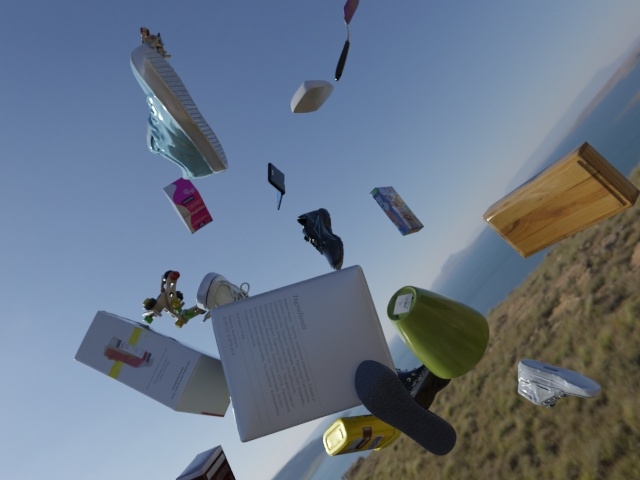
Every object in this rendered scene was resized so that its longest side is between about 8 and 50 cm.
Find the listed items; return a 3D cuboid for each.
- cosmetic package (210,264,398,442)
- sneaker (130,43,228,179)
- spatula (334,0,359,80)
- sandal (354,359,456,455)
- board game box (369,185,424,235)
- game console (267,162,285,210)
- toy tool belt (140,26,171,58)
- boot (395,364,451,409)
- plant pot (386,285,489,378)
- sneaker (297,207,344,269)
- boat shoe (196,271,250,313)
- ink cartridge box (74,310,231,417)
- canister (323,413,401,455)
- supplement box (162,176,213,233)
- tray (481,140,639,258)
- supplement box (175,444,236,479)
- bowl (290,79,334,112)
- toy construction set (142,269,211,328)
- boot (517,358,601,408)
[{"bbox_3d":[-0.037,0.298,1.271,0.393,0.327,0.329,-17,-16,-3],"label":"cosmetic package"},{"bbox_3d":[-0.349,-0.261,1.096,0.150,0.135,0.366,-23,-40,3],"label":"sneaker"},{"bbox_3d":[0.077,-0.611,1.424,0.084,0.030,0.297,46,-128,-72],"label":"spatula"},{"bbox_3d":[0.173,0.363,1.032,0.097,0.254,0.054,-48,-8,-1],"label":"sandal"},{"bbox_3d":[0.280,-0.111,1.741,0.035,0.201,0.136,-45,-19,31],"label":"board game box"},{"bbox_3d":[-0.154,-0.179,1.579,0.071,0.107,0.122,-38,33,21],"label":"game console"},{"bbox_3d":[-0.358,-0.429,1.044,0.051,0.052,0.083,-4,-25,-9],"label":"toy tool belt"},{"bbox_3d":[0.386,0.576,2.039,0.284,0.138,0.377,-1,37,52],"label":"boot"},{"bbox_3d":[0.377,0.284,1.646,0.275,0.293,0.275,-41,27,26],"label":"plant pot"},{"bbox_3d":[0.000,0.000,1.574,0.106,0.267,0.101,-5,-47,-19],"label":"sneaker"},{"bbox_3d":[-0.306,0.207,1.663,0.367,0.156,0.136,74,-149,-74],"label":"boat shoe"},{"bbox_3d":[-0.463,0.362,1.401,0.160,0.384,0.279,-67,-24,-15],"label":"ink cartridge box"},{"bbox_3d":[0.107,0.498,1.234,0.169,0.073,0.126,6,-46,-31],"label":"canister"},{"bbox_3d":[-0.545,-0.146,1.976,0.111,0.114,0.220,-35,-30,-14],"label":"supplement box"},{"bbox_3d":[0.700,-0.102,1.447,0.076,0.203,0.411,-46,-2,-29],"label":"tray"},{"bbox_3d":[-0.233,0.620,1.104,0.073,0.239,0.130,-25,-4,8],"label":"supplement box"},{"bbox_3d":[-0.036,-0.526,1.725,0.142,0.053,0.142,-18,-17,-41],"label":"bowl"},{"bbox_3d":[-0.590,0.290,1.998,0.237,0.308,0.257,-56,-40,-40],"label":"toy construction set"},{"bbox_3d":[0.741,0.469,1.496,0.095,0.258,0.123,-5,-81,-32],"label":"boot"}]
